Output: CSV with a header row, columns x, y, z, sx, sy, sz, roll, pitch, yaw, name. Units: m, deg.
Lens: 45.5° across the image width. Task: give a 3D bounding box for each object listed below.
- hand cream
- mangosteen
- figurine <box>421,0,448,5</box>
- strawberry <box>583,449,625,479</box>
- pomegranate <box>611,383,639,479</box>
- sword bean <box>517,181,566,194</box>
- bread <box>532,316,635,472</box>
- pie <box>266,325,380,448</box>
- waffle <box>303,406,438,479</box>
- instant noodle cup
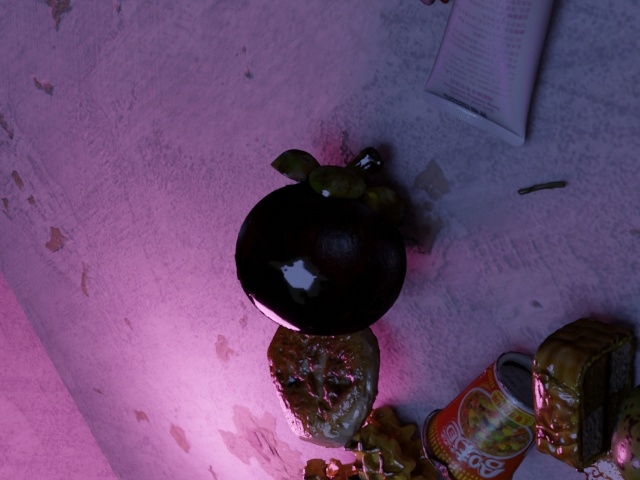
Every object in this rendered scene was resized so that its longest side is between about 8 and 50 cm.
x,y,z,sx,sy,sz,roll,pitch,yaw,name
0.252,-0.312,1.074,0.185,0.118,0.358,31,139,22,hand cream
0.000,0.013,1.354,0.330,0.330,0.330,22,127,33,mangosteen
0.158,-0.392,1.132,0.067,0.071,0.083,-113,22,-67,figurine
0.538,0.389,1.224,0.208,0.087,0.167,47,129,25,strawberry
0.518,0.291,1.102,0.214,0.214,0.248,52,173,7,pomegranate
0.342,-0.081,1.181,0.083,0.012,0.012,-10,106,47,sword bean
0.405,0.239,1.184,0.096,0.181,0.222,20,127,47,bread
0.003,0.267,1.566,0.315,0.092,0.315,-12,73,46,pie
0.108,0.517,1.639,0.261,0.151,0.324,47,133,19,waffle
0.307,0.309,1.330,0.193,0.193,0.212,42,128,18,instant noodle cup
